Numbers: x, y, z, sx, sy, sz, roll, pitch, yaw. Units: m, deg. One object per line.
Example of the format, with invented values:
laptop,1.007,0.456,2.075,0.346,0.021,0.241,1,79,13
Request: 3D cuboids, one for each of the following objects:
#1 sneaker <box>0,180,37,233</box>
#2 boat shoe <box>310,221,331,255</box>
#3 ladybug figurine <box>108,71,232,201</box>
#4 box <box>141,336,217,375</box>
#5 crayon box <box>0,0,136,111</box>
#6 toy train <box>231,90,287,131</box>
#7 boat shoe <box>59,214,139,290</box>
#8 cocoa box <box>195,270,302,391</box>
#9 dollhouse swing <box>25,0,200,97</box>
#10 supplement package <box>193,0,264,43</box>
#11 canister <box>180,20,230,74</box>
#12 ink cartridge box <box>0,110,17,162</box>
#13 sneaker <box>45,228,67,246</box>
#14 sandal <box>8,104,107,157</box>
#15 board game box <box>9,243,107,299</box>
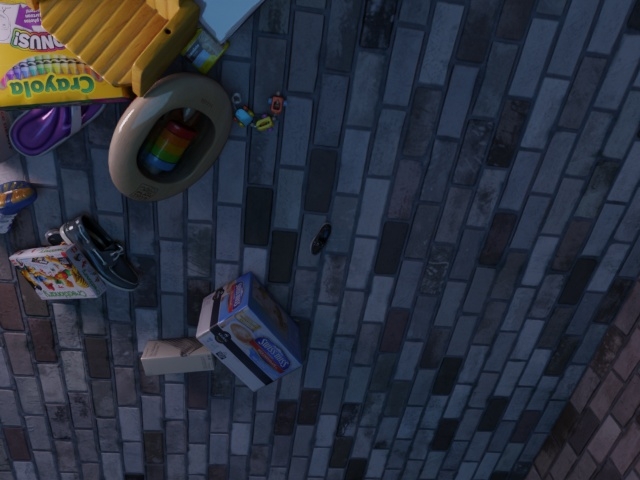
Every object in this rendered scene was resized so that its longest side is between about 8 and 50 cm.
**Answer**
sneaker,-1.033,-0.094,1.462,0.296,0.112,0.131,-18,136,7
boat shoe,0.000,0.000,1.619,0.049,0.040,0.142,18,116,-14
ladybug figurine,-0.448,-0.304,1.313,0.449,0.162,0.305,-46,145,17
box,-0.554,0.456,1.788,0.274,0.113,0.094,-5,119,-3
crayon box,-0.705,-0.517,1.182,0.362,0.106,0.314,-6,98,-2
toy train,-0.189,-0.402,1.380,0.166,0.046,0.125,3,118,-10
boat shoe,-0.734,0.045,1.543,0.099,0.116,0.319,-34,110,16
cocoa box,-0.253,0.339,1.676,0.227,0.232,0.347,-31,117,11
dollhouse swing,-0.483,-0.564,0.983,0.346,0.305,0.315,40,89,-9
supplement package,-0.289,-0.682,1.138,0.175,0.178,0.293,-38,114,16
canister,-0.355,-0.568,1.257,0.126,0.073,0.170,-42,116,18
ink cartridge box,-0.992,-0.297,1.221,0.128,0.308,0.223,3,119,-4
sneaker,-0.845,0.040,1.549,0.214,0.083,0.084,38,111,-21
sandal,-0.755,-0.383,1.308,0.416,0.102,0.169,-42,114,17
board game box,-0.896,0.112,1.536,0.304,0.053,0.193,-6,122,27
